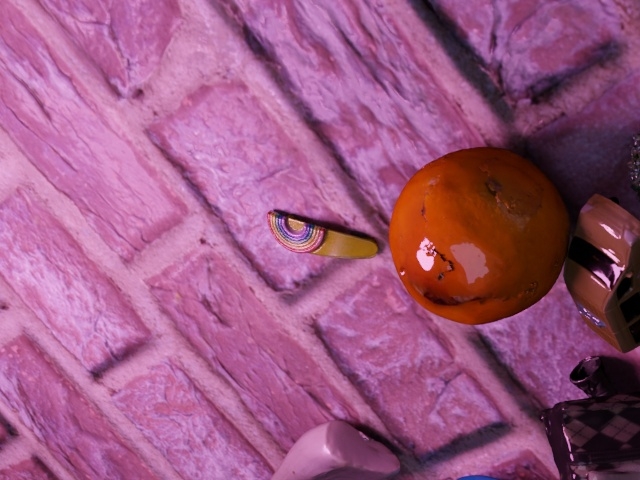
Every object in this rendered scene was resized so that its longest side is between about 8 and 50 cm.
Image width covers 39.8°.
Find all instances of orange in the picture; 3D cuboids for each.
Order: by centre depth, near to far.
[{"bbox_3d":[0.217,-0.006,1.215,0.246,0.246,0.246,9,121,16],"label":"orange"}]

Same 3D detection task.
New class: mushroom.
[{"bbox_3d":[-0.017,0.443,1.623,0.159,0.122,0.328,48,124,1],"label":"mushroom"}]

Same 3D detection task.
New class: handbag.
[{"bbox_3d":[0.480,0.415,1.218,0.316,0.416,0.180,-5,163,-3],"label":"handbag"}]

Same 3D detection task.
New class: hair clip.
[{"bbox_3d":[0.000,0.000,1.419,0.188,0.033,0.060,13,122,14],"label":"hair clip"}]

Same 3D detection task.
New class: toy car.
[{"bbox_3d":[0.394,0.049,1.182,0.124,0.101,0.257,-44,139,-3],"label":"toy car"}]

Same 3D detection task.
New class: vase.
[{"bbox_3d":[0.458,0.261,1.380,0.059,0.059,0.167,-33,103,32],"label":"vase"}]

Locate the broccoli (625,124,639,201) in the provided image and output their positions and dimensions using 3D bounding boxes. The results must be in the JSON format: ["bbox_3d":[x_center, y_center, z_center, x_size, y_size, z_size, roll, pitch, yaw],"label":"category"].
[{"bbox_3d":[0.507,-0.076,1.123,0.194,0.220,0.194,0,145,0],"label":"broccoli"}]

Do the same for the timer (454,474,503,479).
[{"bbox_3d":[0.343,0.568,1.529,0.340,0.115,0.309,26,135,15],"label":"timer"}]
